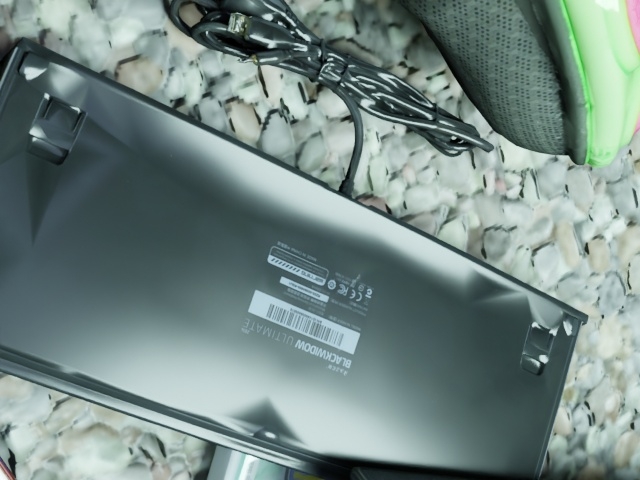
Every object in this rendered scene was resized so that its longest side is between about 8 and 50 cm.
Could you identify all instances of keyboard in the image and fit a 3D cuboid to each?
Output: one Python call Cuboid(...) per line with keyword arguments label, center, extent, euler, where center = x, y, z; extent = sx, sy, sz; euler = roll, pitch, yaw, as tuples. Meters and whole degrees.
Cuboid(label="keyboard", center=(0.000, 0.000, 0.436), extent=(0.317, 0.033, 0.201), euler=(25, 77, -27))

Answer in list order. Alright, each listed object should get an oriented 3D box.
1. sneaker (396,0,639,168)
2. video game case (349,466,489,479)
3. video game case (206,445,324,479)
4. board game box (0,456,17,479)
Cuboid(label="sneaker", center=(-0.030, -0.188, 0.333), extent=(0.483, 0.202, 0.185), euler=(38, 53, -33))
Cuboid(label="video game case", center=(0.093, 0.241, 0.491), extent=(0.275, 0.035, 0.248), euler=(13, 105, -28))
Cuboid(label="video game case", center=(0.022, 0.153, 0.485), extent=(0.183, 0.023, 0.201), euler=(17, 88, -28))
Cuboid(label="board game box", center=(-0.228, 0.046, 0.338), extent=(0.145, 0.027, 0.281), euler=(-34, 110, -20))
